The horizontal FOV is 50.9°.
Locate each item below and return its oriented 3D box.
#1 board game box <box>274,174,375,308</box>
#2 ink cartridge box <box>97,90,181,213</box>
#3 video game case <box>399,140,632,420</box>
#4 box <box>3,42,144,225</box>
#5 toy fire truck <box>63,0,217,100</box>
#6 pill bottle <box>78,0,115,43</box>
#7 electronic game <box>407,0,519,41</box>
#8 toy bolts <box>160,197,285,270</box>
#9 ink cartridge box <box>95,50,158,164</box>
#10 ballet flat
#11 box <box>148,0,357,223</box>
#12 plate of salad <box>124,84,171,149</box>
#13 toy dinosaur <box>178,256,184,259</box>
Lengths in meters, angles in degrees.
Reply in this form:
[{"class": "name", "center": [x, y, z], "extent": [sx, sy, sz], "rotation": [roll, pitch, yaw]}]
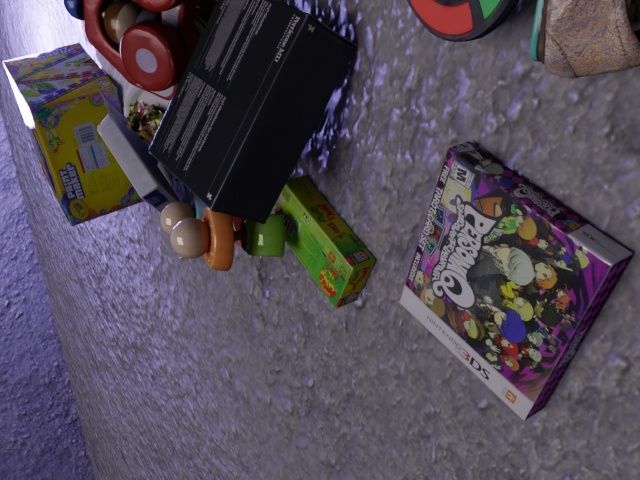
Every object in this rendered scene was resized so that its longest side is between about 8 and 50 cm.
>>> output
[{"class": "board game box", "center": [0.000, 0.000, 0.986], "extent": [0.181, 0.043, 0.092], "rotation": [52, 144, 28]}, {"class": "ink cartridge box", "center": [-0.361, -0.157, 1.326], "extent": [0.224, 0.045, 0.223], "rotation": [57, 177, 10]}, {"class": "video game case", "center": [0.190, 0.045, 0.725], "extent": [0.210, 0.042, 0.232], "rotation": [44, 139, 34]}, {"class": "box", "center": [-0.547, -0.242, 1.503], "extent": [0.279, 0.177, 0.290], "rotation": [46, 150, 43]}, {"class": "toy fire truck", "center": [-0.269, -0.374, 0.995], "extent": [0.254, 0.169, 0.302], "rotation": [27, 132, 12]}, {"class": "pill bottle", "center": [-0.318, -0.451, 1.133], "extent": [0.152, 0.152, 0.272], "rotation": [61, 146, 16]}, {"class": "electronic game", "center": [0.125, -0.298, 0.606], "extent": [0.229, 0.048, 0.229], "rotation": [168, 90, -69]}, {"class": "toy bolts", "center": [-0.165, -0.061, 1.054], "extent": [0.228, 0.158, 0.218], "rotation": [172, 96, -70]}, {"class": "ink cartridge box", "center": [-0.354, -0.326, 1.332], "extent": [0.311, 0.065, 0.186], "rotation": [61, 146, 19]}, {"class": "ballet flat", "center": [0.225, -0.274, 0.480], "extent": [0.106, 0.107, 0.316], "rotation": [15, 126, 30]}, {"class": "box", "center": [-0.096, -0.182, 0.883], "extent": [0.184, 0.103, 0.261], "rotation": [41, 107, 42]}, {"class": "plate of salad", "center": [-0.271, -0.198, 1.208], "extent": [0.200, 0.048, 0.200], "rotation": [17, 141, 14]}, {"class": "toy dinosaur", "center": [-0.226, -0.018, 1.317], "extent": [0.112, 0.064, 0.211], "rotation": [-120, 39, -50]}]
